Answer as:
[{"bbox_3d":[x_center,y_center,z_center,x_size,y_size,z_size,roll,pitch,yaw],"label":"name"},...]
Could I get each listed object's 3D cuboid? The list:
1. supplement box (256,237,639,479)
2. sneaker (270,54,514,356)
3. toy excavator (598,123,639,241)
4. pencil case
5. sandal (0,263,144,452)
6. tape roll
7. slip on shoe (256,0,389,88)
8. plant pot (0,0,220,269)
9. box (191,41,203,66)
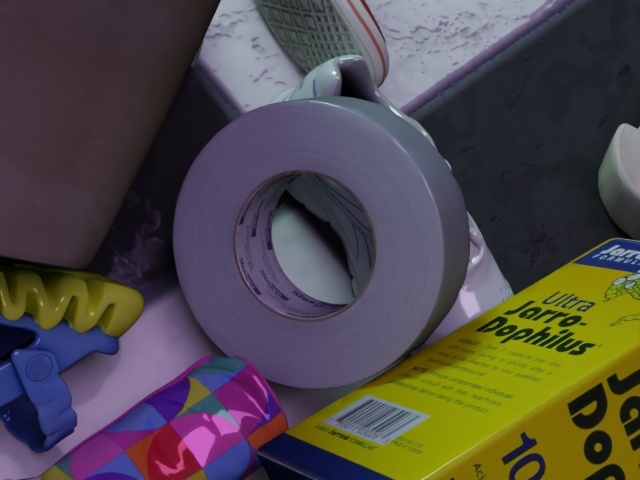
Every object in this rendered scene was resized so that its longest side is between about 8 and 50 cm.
[{"bbox_3d":[0.171,0.166,1.222,0.357,0.195,0.194,-29,108,-23],"label":"supplement box"},{"bbox_3d":[0.065,-0.018,1.335,0.111,0.129,0.297,-37,84,-28],"label":"sneaker"},{"bbox_3d":[0.475,-0.189,1.493,0.445,0.222,0.432,3,69,1],"label":"toy excavator"},{"bbox_3d":[-0.137,0.173,1.226,0.236,0.104,0.104,-30,80,-25],"label":"pencil case"},{"bbox_3d":[-0.273,0.078,1.176,0.317,0.126,0.138,9,92,-34],"label":"sandal"},{"bbox_3d":[0.000,0.000,1.270,0.219,0.072,0.219,3,99,21],"label":"tape roll"},{"bbox_3d":[-0.020,-0.272,1.421,0.101,0.123,0.331,-20,71,-25],"label":"slip on shoe"},{"bbox_3d":[-0.222,-0.133,1.149,0.323,0.323,0.280,11,88,-11],"label":"plant pot"},{"bbox_3d":[-0.142,-0.206,1.367,0.087,0.102,0.101,-3,70,-13],"label":"box"}]
